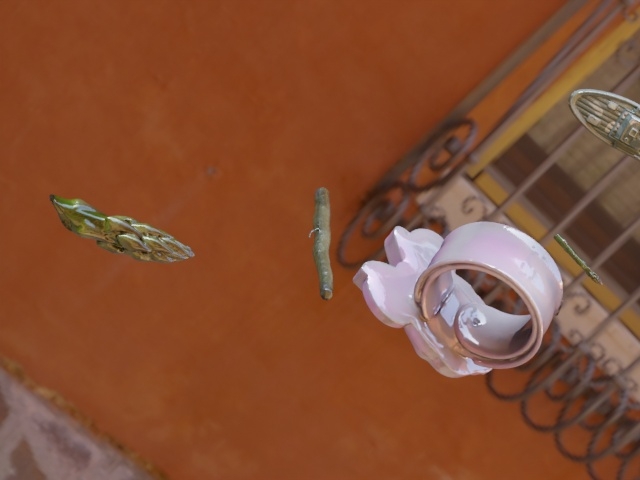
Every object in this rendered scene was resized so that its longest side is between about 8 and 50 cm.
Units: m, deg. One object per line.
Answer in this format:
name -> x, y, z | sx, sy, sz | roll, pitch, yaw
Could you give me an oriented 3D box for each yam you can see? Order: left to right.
yam -> 0.001, 0.001, 1.493 | 0.234, 0.027, 0.029 | -92, 162, -54

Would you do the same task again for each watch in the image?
watch -> 0.214, 0.061, 1.583 | 0.248, 0.217, 0.211 | 47, 43, -6

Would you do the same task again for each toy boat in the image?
toy boat -> 0.500, -0.161, 1.725 | 0.260, 0.078, 0.085 | 30, 22, 3

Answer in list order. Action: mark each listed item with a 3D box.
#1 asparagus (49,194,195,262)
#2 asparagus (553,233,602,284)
asparagus -> -0.365, -0.010, 2.048 | 0.287, 0.080, 0.080 | 17, 25, -21
asparagus -> 0.437, 0.033, 1.892 | 0.015, 0.014, 0.114 | -19, 63, -46
